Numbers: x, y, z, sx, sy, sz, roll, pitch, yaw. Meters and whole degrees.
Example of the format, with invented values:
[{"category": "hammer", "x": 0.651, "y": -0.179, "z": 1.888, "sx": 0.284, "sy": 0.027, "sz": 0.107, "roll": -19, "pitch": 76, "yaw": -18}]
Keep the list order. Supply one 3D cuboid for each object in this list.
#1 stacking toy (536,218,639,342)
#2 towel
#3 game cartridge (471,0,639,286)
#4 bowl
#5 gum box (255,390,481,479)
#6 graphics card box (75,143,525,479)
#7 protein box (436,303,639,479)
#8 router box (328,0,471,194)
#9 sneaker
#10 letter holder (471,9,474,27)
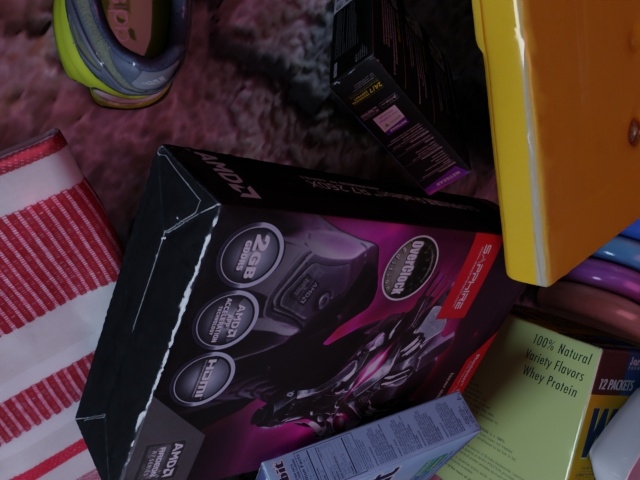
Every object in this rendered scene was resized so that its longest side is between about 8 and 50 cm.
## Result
[{"category": "stacking toy", "x": 0.391, "y": -0.048, "z": 0.768, "sx": 0.141, "sy": 0.141, "sz": 0.330, "roll": 26, "pitch": 83, "yaw": -33}, {"category": "towel", "x": -0.223, "y": 0.114, "z": 0.443, "sx": 0.237, "sy": 0.037, "sz": 0.328, "roll": -30, "pitch": 126, "yaw": -23}, {"category": "game cartridge", "x": 0.235, "y": -0.164, "z": 0.508, "sx": 0.285, "sy": 0.053, "sz": 0.323, "roll": -28, "pitch": 115, "yaw": -30}, {"category": "bowl", "x": 0.308, "y": 0.203, "z": 0.574, "sx": 0.142, "sy": 0.053, "sz": 0.142, "roll": -42, "pitch": 119, "yaw": -18}, {"category": "gum box", "x": 0.029, "y": 0.208, "z": 0.543, "sx": 0.185, "sy": 0.041, "sz": 0.157, "roll": -11, "pitch": 146, "yaw": -24}, {"category": "graphics card box", "x": 0.016, "y": 0.065, "z": 0.512, "sx": 0.371, "sy": 0.094, "sz": 0.232, "roll": 6, "pitch": 117, "yaw": -42}, {"category": "protein box", "x": 0.233, "y": 0.185, "z": 0.676, "sx": 0.136, "sy": 0.200, "sz": 0.201, "roll": 10, "pitch": 95, "yaw": -34}, {"category": "router box", "x": 0.067, "y": -0.143, "z": 0.528, "sx": 0.133, "sy": 0.046, "sz": 0.178, "roll": 41, "pitch": 34, "yaw": -30}, {"category": "sneaker", "x": -0.131, "y": -0.238, "z": 0.405, "sx": 0.111, "sy": 0.121, "sz": 0.299, "roll": -17, "pitch": 109, "yaw": -28}, {"category": "letter holder", "x": 0.325, "y": -0.306, "z": 0.655, "sx": 0.302, "sy": 0.152, "sz": 0.214, "roll": -3, "pitch": 104, "yaw": -31}]
